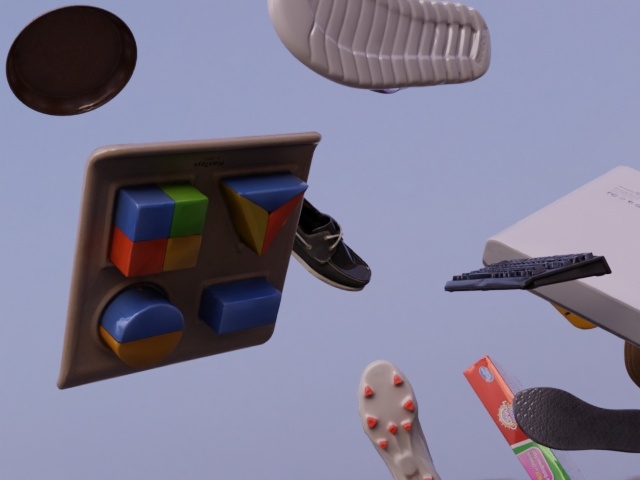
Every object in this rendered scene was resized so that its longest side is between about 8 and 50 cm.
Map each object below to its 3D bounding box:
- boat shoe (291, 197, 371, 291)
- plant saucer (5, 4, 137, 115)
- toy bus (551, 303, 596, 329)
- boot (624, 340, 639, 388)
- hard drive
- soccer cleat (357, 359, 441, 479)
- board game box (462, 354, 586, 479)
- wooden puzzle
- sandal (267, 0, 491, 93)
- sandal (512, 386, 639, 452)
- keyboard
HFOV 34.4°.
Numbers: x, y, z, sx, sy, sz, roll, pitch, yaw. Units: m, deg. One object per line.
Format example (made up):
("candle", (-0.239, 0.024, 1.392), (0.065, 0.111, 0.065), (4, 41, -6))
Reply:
("boat shoe", (0.000, 0.000, 1.666), (0.233, 0.084, 0.079), (40, -50, -19))
("plant saucer", (-0.318, -0.233, 1.313), (0.168, 0.029, 0.168), (-20, -38, -16))
("toy bus", (0.465, 0.002, 1.432), (0.130, 0.108, 0.332), (45, -47, -4))
("boot", (0.489, 0.174, 1.474), (0.072, 0.197, 0.152), (-8, 11, 28))
("hard drive", (0.341, 0.007, 1.116), (0.307, 0.203, 0.040), (-25, -46, -45))
("soccer cleat", (0.088, 0.222, 1.177), (0.068, 0.196, 0.076), (-21, 12, -1))
("board game box", (0.427, 0.396, 2.092), (0.064, 0.317, 0.242), (-37, -28, 10))
("wooden puzzle", (-0.150, 0.034, 1.275), (0.322, 0.080, 0.348), (-9, -52, -39))
("sandal", (0.083, -0.287, 1.509), (0.416, 0.170, 0.102), (5, -9, -37))
("sandal", (0.430, 0.304, 1.696), (0.254, 0.097, 0.054), (14, -12, -7))
("keyboard", (0.188, 0.026, 0.912), (0.108, 0.023, 0.180), (-9, 0, -15))
